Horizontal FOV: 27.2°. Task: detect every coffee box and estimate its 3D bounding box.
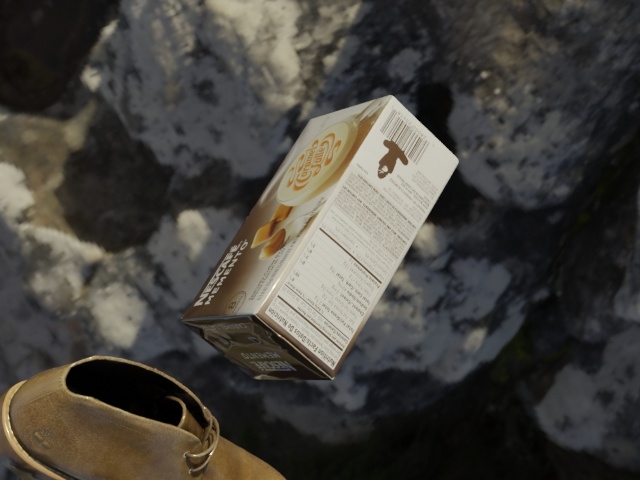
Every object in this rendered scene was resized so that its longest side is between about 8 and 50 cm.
[{"bbox_3d":[0.000,0.000,1.197,0.098,0.247,0.141,42,155,-22],"label":"coffee box"}]

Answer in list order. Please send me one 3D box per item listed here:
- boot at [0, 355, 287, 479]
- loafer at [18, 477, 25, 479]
[{"bbox_3d":[-0.116,0.183,1.099,0.305,0.112,0.115,29,132,-35],"label":"boot"},{"bbox_3d":[-0.301,0.296,1.628,0.076,0.078,0.223,31,128,-34],"label":"loafer"}]
